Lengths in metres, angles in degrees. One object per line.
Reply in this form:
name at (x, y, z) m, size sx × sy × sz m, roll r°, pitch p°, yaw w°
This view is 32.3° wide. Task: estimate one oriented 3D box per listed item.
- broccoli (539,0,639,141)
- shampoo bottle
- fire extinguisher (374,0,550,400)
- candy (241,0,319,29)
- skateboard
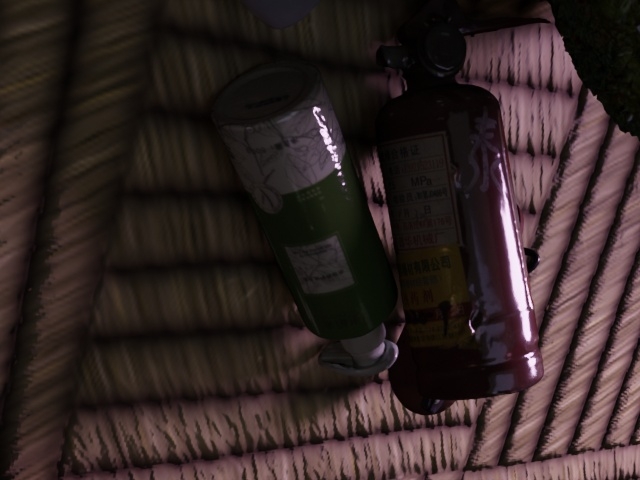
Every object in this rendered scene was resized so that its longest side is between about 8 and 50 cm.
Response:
broccoli at (0.231, -0.184, 0.583) m, size 0.307 × 0.275 × 0.308 m, roll 1°, pitch 87°, yaw -27°
shampoo bottle at (0.000, 0.000, 0.622) m, size 0.065 × 0.065 × 0.204 m, roll -37°, pitch 130°, yaw -19°
fire extinguisher at (0.085, -0.041, 0.644) m, size 0.106 × 0.075 × 0.252 m, roll -10°, pitch 91°, yaw -35°
candy at (-0.027, -0.196, 0.493) m, size 0.138 × 0.071 × 0.174 m, roll -53°, pitch 134°, yaw -6°
skateboard at (0.094, 0.044, 0.723) m, size 0.151 × 0.067 × 0.080 m, roll -59°, pitch 143°, yaw -4°
